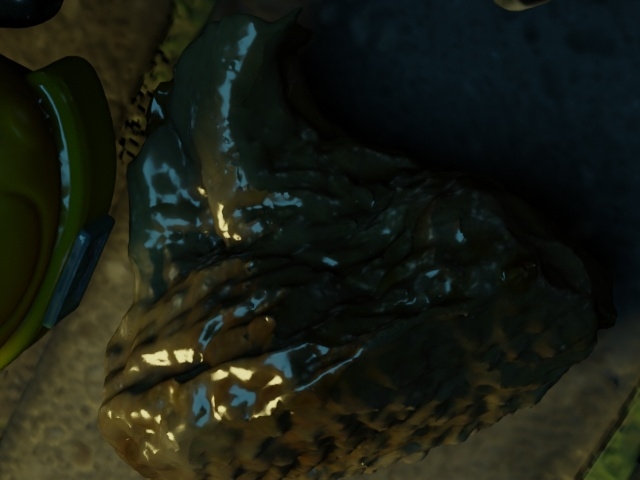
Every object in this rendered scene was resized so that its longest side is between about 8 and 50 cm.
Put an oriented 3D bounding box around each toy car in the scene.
[{"bbox_3d":[-0.208,-0.036,0.731,0.248,0.142,0.200,25,112,10],"label":"toy car"}]

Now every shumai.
[{"bbox_3d":[0.000,0.000,0.760,0.206,0.166,0.176,-19,72,14],"label":"shumai"}]

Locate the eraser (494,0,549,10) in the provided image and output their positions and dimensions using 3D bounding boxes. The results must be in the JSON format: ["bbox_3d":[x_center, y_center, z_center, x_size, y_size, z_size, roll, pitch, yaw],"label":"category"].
[{"bbox_3d":[0.138,-0.229,0.633,0.332,0.101,0.155,-40,100,25],"label":"eraser"}]
